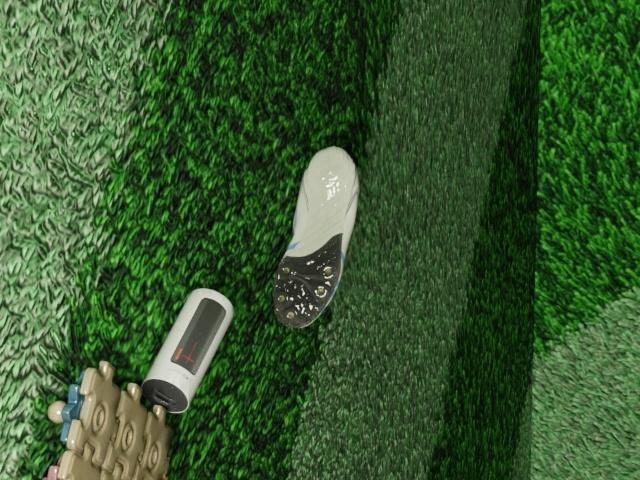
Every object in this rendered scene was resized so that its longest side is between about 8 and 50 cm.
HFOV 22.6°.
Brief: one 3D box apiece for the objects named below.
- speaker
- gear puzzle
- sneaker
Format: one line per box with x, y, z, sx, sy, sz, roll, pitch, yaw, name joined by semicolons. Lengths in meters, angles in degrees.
-0.141;0.117;1.701;0.055;0.055;0.136;79;27;-42;speaker
-0.204;0.239;1.597;0.339;0.044;0.175;57;42;-65;gear puzzle
0.000;0.000;2.016;0.086;0.085;0.237;56;48;-72;sneaker
